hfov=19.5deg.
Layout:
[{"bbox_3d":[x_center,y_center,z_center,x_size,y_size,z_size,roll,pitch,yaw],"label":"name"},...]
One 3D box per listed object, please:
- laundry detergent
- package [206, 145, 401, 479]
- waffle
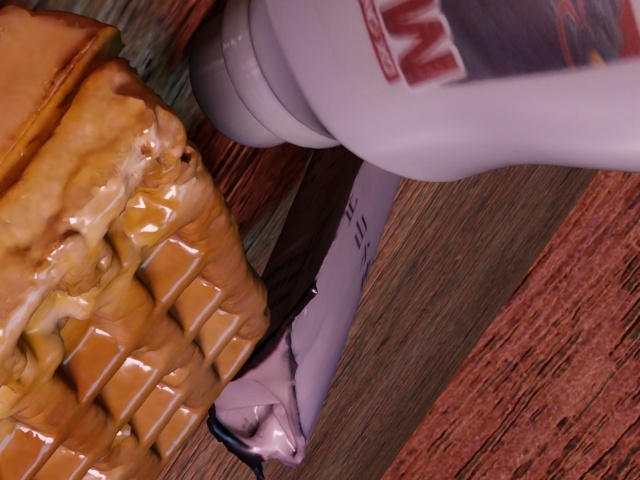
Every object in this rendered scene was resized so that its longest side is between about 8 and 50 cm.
[{"bbox_3d":[0.082,-0.132,0.686,0.125,0.264,0.398,-5,171,-38],"label":"laundry detergent"},{"bbox_3d":[0.000,0.000,1.006,0.251,0.062,0.204,107,2,-60],"label":"package"},{"bbox_3d":[-0.123,0.053,0.749,0.224,0.098,0.328,-53,170,-10],"label":"waffle"}]
